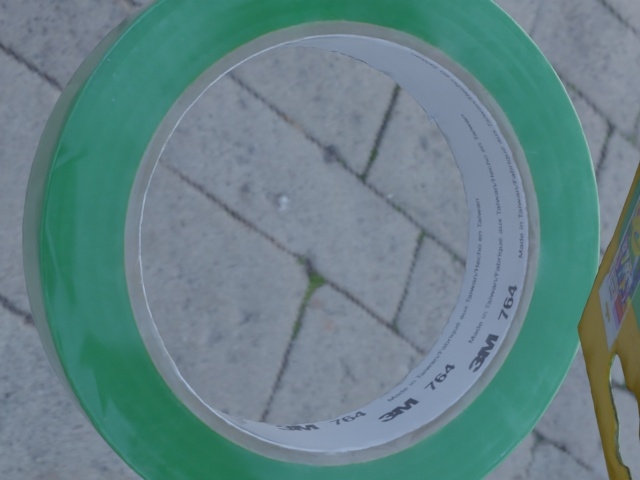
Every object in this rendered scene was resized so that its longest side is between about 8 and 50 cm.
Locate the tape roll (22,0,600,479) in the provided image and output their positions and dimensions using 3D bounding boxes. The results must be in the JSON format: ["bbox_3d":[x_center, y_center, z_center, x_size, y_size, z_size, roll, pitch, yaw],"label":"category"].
[{"bbox_3d":[0.000,0.000,0.693,0.321,0.077,0.321,-1,94,-20],"label":"tape roll"}]

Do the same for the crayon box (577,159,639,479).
[{"bbox_3d":[0.187,-0.022,0.449,0.083,0.323,0.203,8,36,-4],"label":"crayon box"}]
